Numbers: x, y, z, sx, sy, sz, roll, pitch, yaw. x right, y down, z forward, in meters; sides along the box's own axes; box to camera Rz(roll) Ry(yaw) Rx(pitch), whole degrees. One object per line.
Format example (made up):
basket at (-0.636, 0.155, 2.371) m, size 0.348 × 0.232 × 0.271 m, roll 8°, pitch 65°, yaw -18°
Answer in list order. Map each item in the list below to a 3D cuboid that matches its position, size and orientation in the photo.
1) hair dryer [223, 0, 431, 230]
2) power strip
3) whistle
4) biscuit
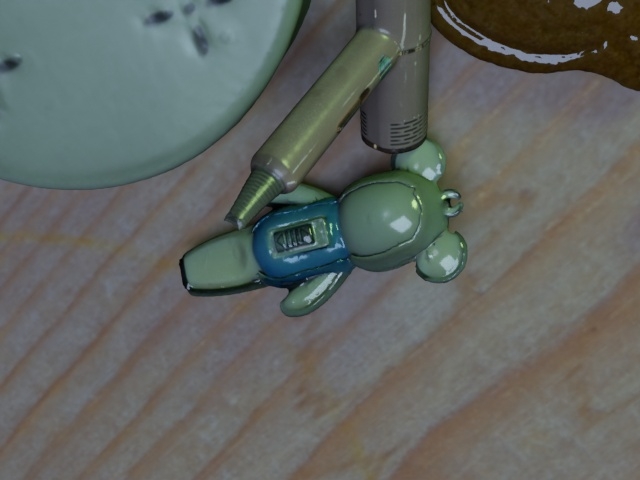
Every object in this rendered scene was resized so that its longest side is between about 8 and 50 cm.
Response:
hair dryer at (0.001, -0.108, 0.763) m, size 0.054 × 0.220 × 0.195 m, roll 24°, pitch 136°, yaw 29°
power strip at (-0.152, -0.215, 0.780) m, size 0.357 × 0.161 × 0.357 m, roll 2°, pitch 115°, yaw 5°
whistle at (0.000, 0.000, 0.910) m, size 0.236 × 0.077 × 0.114 m, roll -16°, pitch 82°, yaw 20°
biscuit at (0.192, -0.235, 0.786) m, size 0.257 × 0.049 × 0.273 m, roll 19°, pitch 117°, yaw -2°
